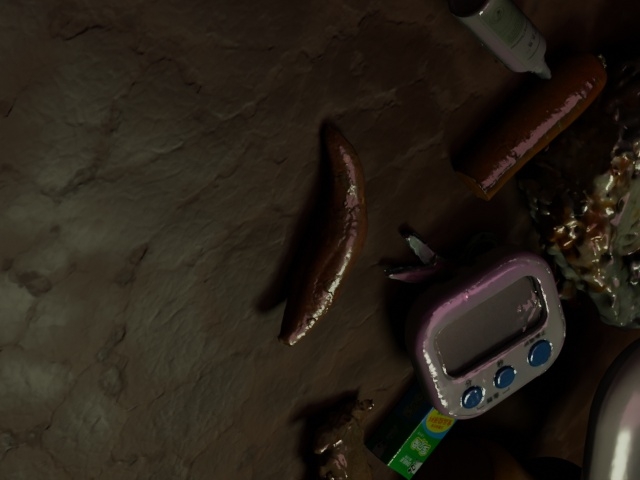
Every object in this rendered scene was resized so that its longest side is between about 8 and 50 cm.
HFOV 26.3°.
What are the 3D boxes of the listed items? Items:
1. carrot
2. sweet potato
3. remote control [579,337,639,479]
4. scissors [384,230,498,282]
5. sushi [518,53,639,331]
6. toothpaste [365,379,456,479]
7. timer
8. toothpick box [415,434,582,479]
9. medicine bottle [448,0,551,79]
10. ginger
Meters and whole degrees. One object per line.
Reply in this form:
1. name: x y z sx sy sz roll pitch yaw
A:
1. carrot: 0.255 -0.143 1.627 0.225 0.067 0.067 -44 138 -8
2. sweet potato: 0.010 -0.001 1.508 0.078 0.058 0.255 7 110 -23
3. remote control: 0.434 0.275 1.846 0.221 0.103 0.332 -16 120 -40
4. scissors: 0.146 0.035 1.684 0.187 0.020 0.133 19 101 -49
5. sushi: 0.442 -0.065 1.767 0.417 0.176 0.417 -24 134 -28
6. toothpaste: 0.170 0.187 1.789 0.266 0.050 0.065 -51 138 -2
7. timer: 0.204 0.112 1.699 0.208 0.069 0.190 -30 122 -15
8. toothpick box: 0.269 0.376 1.919 0.294 0.192 0.192 30 96 -42
9. medicine bottle: 0.214 -0.228 1.536 0.057 0.057 0.199 -54 139 2
10. ginger: 0.020 0.335 1.747 0.122 0.084 0.290 -37 138 -50
